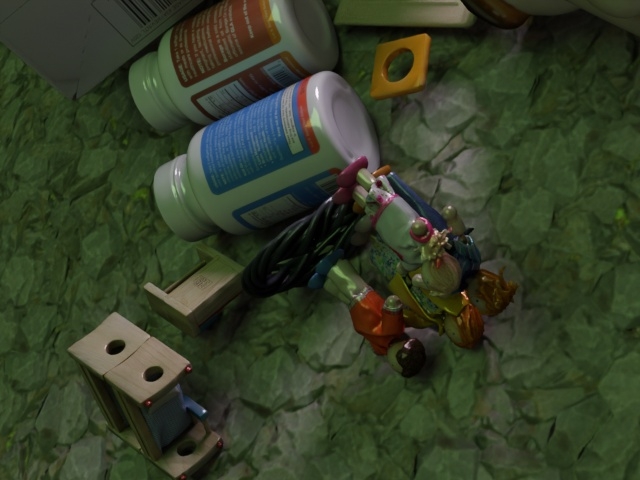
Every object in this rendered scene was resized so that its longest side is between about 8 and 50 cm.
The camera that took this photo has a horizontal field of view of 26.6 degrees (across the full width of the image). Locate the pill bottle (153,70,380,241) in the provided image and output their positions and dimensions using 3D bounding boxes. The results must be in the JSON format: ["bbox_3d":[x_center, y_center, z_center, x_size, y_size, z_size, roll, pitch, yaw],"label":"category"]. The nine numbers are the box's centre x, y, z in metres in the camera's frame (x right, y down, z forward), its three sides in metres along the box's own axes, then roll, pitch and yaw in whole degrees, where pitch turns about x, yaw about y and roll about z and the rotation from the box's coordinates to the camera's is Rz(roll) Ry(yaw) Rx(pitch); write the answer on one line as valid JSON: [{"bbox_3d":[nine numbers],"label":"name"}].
[{"bbox_3d":[-0.060,-0.079,1.401,0.221,0.124,0.124,-22,59,25],"label":"pill bottle"}]

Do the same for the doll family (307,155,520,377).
[{"bbox_3d":[0.096,0.020,1.211,0.118,0.263,0.163,-37,72,-23],"label":"doll family"}]

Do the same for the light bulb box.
[{"bbox_3d":[-0.265,-0.420,1.510,0.358,0.225,0.361,-37,54,5],"label":"light bulb box"}]

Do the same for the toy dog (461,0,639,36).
[{"bbox_3d":[0.256,-0.305,1.158,0.284,0.395,0.408,-58,23,-2],"label":"toy dog"}]

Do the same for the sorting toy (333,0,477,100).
[{"bbox_3d":[0.116,-0.300,1.426,0.196,0.047,0.347,7,74,42],"label":"sorting toy"}]

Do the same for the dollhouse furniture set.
[{"bbox_3d":[-0.132,0.124,1.388,0.184,0.129,0.129,-40,46,-24],"label":"dollhouse furniture set"}]

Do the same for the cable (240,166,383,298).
[{"bbox_3d":[0.000,0.000,1.310,0.184,0.150,0.047,-36,82,8],"label":"cable"}]

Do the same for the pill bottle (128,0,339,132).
[{"bbox_3d":[-0.099,-0.199,1.482,0.216,0.121,0.121,-21,59,26],"label":"pill bottle"}]
